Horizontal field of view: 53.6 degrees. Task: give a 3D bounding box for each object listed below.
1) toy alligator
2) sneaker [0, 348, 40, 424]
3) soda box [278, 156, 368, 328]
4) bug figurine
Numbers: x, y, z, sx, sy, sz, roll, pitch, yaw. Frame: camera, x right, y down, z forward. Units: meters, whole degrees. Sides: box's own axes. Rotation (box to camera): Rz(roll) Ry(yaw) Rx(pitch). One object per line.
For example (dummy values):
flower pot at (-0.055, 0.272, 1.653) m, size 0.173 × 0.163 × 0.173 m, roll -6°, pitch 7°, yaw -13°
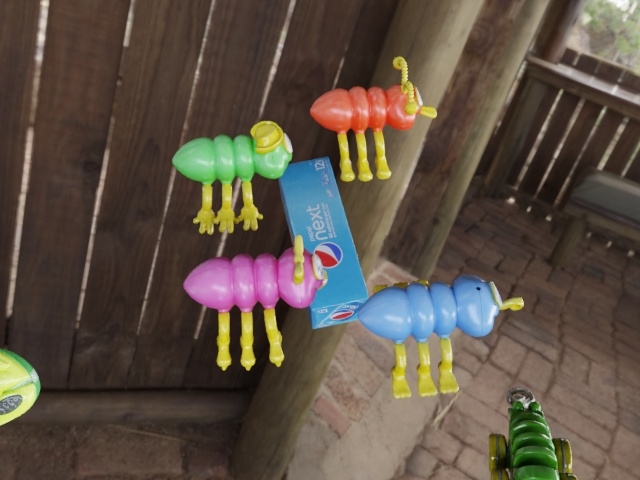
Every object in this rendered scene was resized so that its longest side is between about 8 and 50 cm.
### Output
toy alligator at (0.153, 0.145, 0.468) m, size 0.056 × 0.051 × 0.189 m, roll 0°, pitch 21°, yaw 13°
sneaker at (-0.441, 0.168, 0.787) m, size 0.296 × 0.109 × 0.124 m, roll -9°, pitch 6°, yaw 32°
soda box at (0.000, 0.000, 0.808) m, size 0.071 × 0.067 × 0.210 m, roll -11°, pitch 62°, yaw -6°
bug figurine at (0.007, -0.023, 0.455) m, size 0.217 × 0.072 × 0.278 m, roll -9°, pitch 54°, yaw -6°
